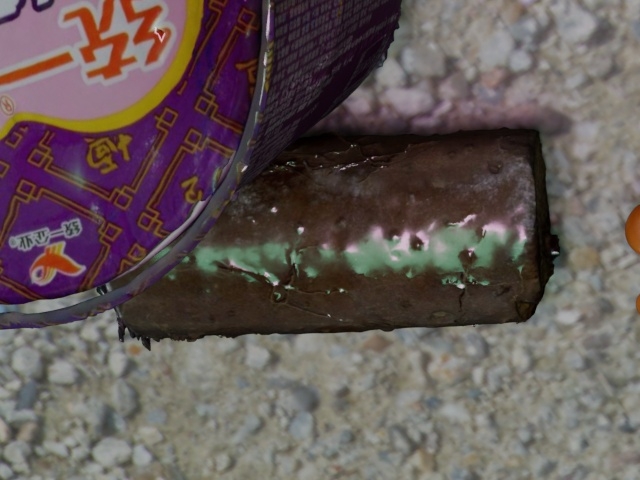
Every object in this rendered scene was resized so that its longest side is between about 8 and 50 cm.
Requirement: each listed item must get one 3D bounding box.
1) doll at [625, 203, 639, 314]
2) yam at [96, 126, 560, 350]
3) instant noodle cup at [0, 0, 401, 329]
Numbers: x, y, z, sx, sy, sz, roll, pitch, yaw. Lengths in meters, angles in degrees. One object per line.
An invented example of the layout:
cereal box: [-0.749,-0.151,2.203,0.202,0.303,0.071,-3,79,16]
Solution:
doll: [0.285,0.009,1.063,0.221,0.135,0.143,22,87,11]
yam: [0.000,-0.001,1.129,0.280,0.131,0.131,-3,115,16]
instant noodle cup: [-0.115,-0.151,0.974,0.340,0.266,0.339,8,109,25]
